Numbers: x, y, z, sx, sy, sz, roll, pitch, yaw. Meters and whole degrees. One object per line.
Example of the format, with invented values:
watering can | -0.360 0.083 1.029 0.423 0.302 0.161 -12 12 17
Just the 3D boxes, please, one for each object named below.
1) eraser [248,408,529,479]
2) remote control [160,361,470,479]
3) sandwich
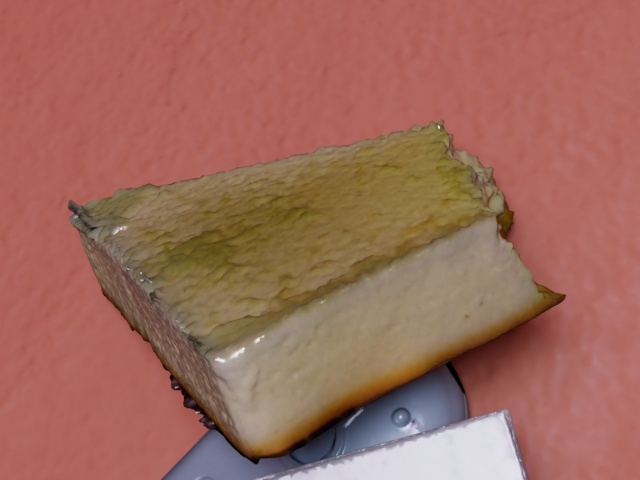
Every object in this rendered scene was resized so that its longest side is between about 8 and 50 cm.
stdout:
eraser | 0.039 0.144 0.510 0.103 0.023 0.150 -16 76 3
remote control | -0.040 0.127 0.564 0.244 0.047 0.087 -46 56 -6
sandwich | 0.000 0.000 0.581 0.162 0.058 0.193 -26 26 -17
